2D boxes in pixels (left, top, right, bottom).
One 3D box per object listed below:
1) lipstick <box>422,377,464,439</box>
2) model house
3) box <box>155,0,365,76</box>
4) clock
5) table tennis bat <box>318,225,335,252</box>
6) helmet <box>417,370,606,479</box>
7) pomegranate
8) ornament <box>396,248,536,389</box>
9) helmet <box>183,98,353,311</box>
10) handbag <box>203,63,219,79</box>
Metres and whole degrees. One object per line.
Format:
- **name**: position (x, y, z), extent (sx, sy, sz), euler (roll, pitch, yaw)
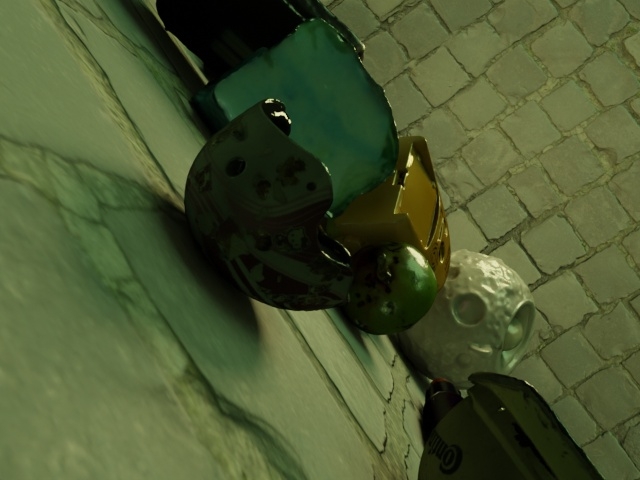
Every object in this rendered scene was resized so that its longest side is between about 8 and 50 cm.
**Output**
- **lipstick**: position (0.208, 0.286, 0.910), extent (0.081, 0.081, 0.300), euler (56, 6, 4)
- **model house**: position (-0.049, -0.176, 0.887), extent (0.261, 0.226, 0.241), euler (55, -19, -21)
- **box**: position (-0.115, -0.364, 0.964), extent (0.359, 0.091, 0.350), euler (37, -16, -18)
- **clock**: position (0.148, -0.014, 1.072), extent (0.317, 0.200, 0.244), euler (54, 46, -40)
- **table tennis bat**: position (0.000, 0.000, 1.077), extent (0.310, 0.038, 0.200), euler (57, 5, -22)
- **helmet**: position (0.148, 0.225, 0.462), extent (0.204, 0.137, 0.257), euler (58, -1, 24)
- **pomegranate**: position (0.097, 0.075, 0.899), extent (0.156, 0.156, 0.220), euler (55, -12, -4)
- **ornament**: position (0.336, 0.185, 1.332), extent (0.337, 0.337, 0.337), euler (55, 6, -8)
- **helmet**: position (-0.047, -0.014, 0.436), extent (0.153, 0.107, 0.176), euler (-122, -167, -52)
- **handbag**: position (-0.134, -0.432, 1.322), extent (0.275, 0.177, 0.302), euler (26, 15, -14)
